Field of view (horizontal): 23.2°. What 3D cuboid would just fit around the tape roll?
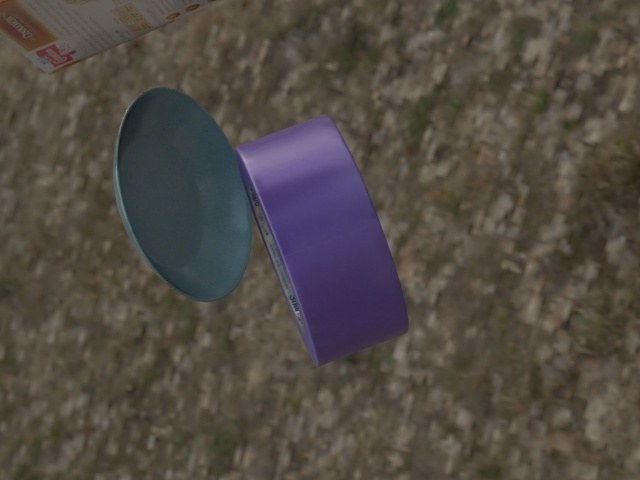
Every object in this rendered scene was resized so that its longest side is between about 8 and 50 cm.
[{"bbox_3d":[0.000,0.000,1.252,0.189,0.080,0.189,160,90,-85],"label":"tape roll"}]

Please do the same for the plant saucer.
[{"bbox_3d":[-0.130,-0.037,1.372,0.037,0.195,0.195,-16,59,30],"label":"plant saucer"}]

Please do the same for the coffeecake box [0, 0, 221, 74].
[{"bbox_3d":[-0.129,-0.190,1.023,0.185,0.142,0.068,-23,78,5],"label":"coffeecake box"}]
